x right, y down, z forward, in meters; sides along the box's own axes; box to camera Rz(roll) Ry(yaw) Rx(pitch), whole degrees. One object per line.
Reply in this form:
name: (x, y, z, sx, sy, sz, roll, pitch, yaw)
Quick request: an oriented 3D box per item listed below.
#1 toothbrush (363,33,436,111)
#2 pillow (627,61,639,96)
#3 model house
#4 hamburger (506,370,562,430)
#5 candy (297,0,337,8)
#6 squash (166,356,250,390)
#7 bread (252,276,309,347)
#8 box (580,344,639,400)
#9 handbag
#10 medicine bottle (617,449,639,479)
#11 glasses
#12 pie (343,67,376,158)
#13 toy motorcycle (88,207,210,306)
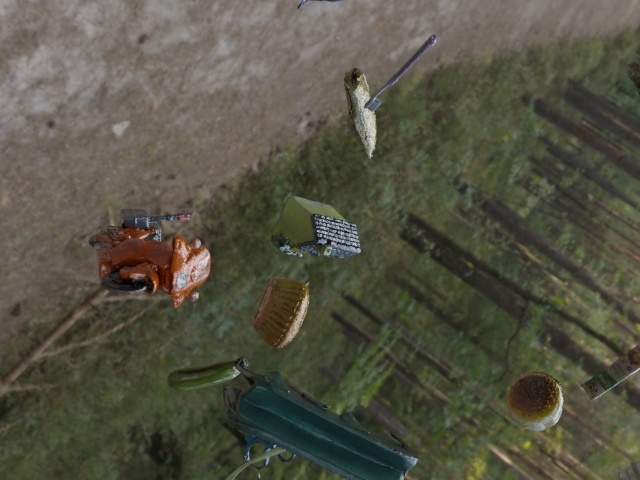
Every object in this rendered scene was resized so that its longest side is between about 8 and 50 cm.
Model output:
toothbrush: (0.192, -0.399, 1.808, 0.024, 0.029, 0.354, -64, -168, -26)
pillow: (0.590, -0.189, 1.213, 0.034, 0.189, 0.256, -36, -158, 15)
model house: (0.000, 0.000, 2.121, 0.193, 0.211, 0.170, 15, 107, -42)
hamburger: (0.488, 0.359, 1.682, 0.141, 0.126, 0.082, -51, 136, -32)
candy: (0.095, -0.634, 1.779, 0.187, 0.331, 0.077, -51, 129, -21)
squash: (-0.237, 0.283, 1.563, 0.183, 0.052, 0.052, -13, 167, 3)
bread: (-0.129, 0.234, 2.424, 0.240, 0.139, 0.240, -55, -159, 33)
box: (0.750, 0.335, 1.872, 0.041, 0.050, 0.207, -6, 146, -38)
handbag: (-0.006, 0.316, 1.269, 0.089, 0.326, 0.238, -64, -170, -5)
medicine bottle: (0.789, 0.458, 1.538, 0.324, 0.179, 0.124, -38, 143, 20)
glasses: (-0.189, 0.684, 2.259, 0.239, 0.102, 0.207, -26, -161, 41)
pie: (0.125, -0.370, 2.167, 0.282, 0.068, 0.129, 71, 23, -46)
toy motorcycle: (-0.344, 0.031, 1.495, 0.221, 0.325, 0.148, -3, 112, -23)
